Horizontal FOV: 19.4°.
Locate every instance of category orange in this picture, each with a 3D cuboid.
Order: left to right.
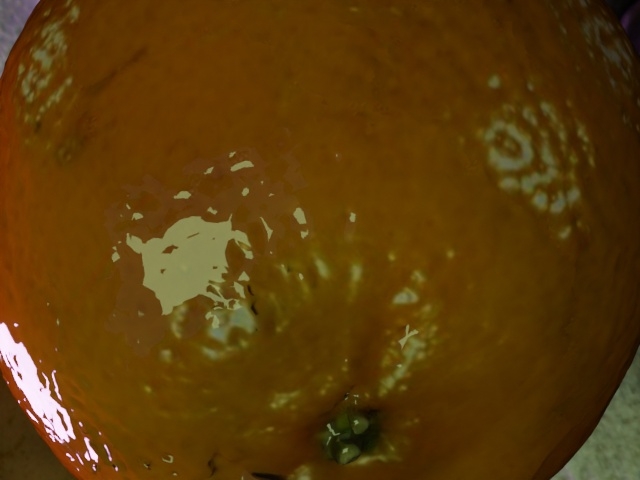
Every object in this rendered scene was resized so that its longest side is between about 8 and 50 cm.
[{"bbox_3d":[0.000,0.000,1.083,0.423,0.326,0.424,-1,127,-2],"label":"orange"}]

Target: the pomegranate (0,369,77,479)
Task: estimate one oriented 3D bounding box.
[{"bbox_3d":[-0.161,0.211,1.338,0.319,0.319,0.319,12,117,25],"label":"pomegranate"}]
